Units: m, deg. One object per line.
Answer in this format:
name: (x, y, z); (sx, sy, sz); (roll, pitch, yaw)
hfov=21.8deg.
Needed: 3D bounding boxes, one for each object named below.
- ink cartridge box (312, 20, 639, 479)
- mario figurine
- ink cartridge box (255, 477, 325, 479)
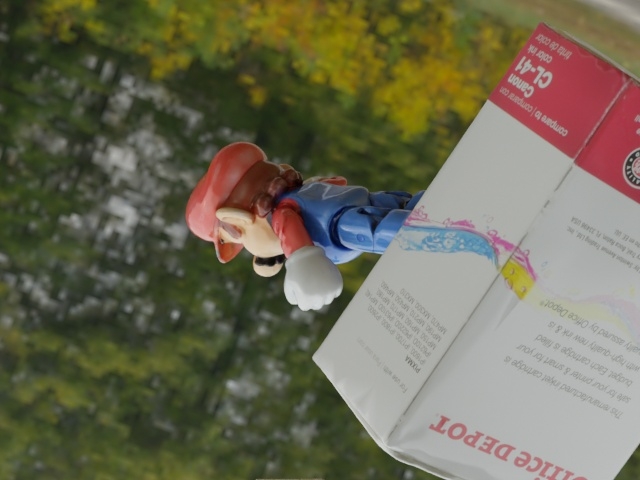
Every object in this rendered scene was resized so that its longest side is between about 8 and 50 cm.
ink cartridge box: (0.175, 0.031, 1.214); (0.226, 0.306, 0.131); (28, -167, -36)
mario figurine: (0.000, 0.000, 1.770); (0.320, 0.170, 0.198); (10, 171, 30)
ink cartridge box: (-0.021, 0.418, 2.111); (0.171, 0.168, 0.233); (37, -173, 23)
